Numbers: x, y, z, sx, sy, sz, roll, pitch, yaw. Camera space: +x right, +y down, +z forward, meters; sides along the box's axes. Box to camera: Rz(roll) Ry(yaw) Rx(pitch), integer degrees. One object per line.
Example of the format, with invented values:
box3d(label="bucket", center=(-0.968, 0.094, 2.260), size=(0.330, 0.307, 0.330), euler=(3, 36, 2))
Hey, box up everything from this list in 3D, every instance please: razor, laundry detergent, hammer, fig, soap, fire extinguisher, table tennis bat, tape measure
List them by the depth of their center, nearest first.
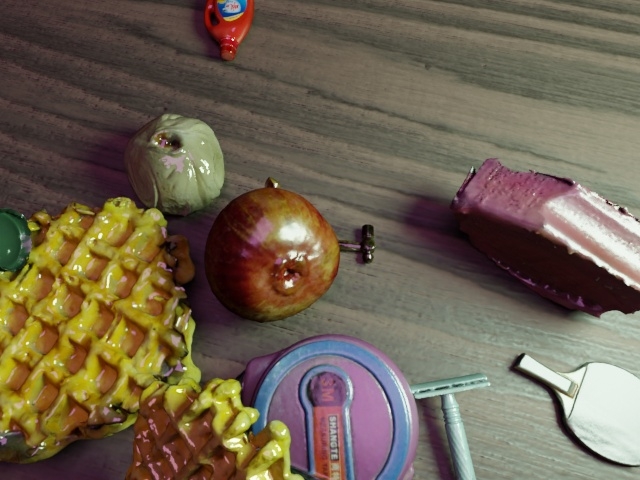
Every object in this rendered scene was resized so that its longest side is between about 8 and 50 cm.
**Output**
box3d(label="tape measure", center=(0.003, 0.241, 0.657), size=(0.246, 0.149, 0.231), euler=(-5, 70, 7))
box3d(label="razor", center=(0.192, 0.300, 0.672), size=(0.106, 0.068, 0.231), euler=(-10, 73, -2))
box3d(label="table tennis bat", center=(0.381, 0.225, 0.718), size=(0.221, 0.019, 0.130), euler=(29, 70, 11))
box3d(label="fire extinguisher", center=(-0.571, 0.013, 0.725), size=(0.295, 0.093, 0.118), euler=(-6, 51, 8))
box3d(label="soap", center=(0.329, -0.009, 0.730), size=(0.289, 0.182, 0.112), euler=(35, 74, 8))
box3d(label="fig", center=(-0.074, 0.013, 0.731), size=(0.206, 0.205, 0.205), euler=(0, 68, 1))
box3d(label="hammer", center=(0.000, 0.000, 0.819), size=(0.179, 0.021, 0.065), euler=(4, 67, 6))
box3d(label="laundry detergent", center=(-0.179, -0.419, 0.978), size=(0.098, 0.049, 0.165), euler=(-1, 69, 8))

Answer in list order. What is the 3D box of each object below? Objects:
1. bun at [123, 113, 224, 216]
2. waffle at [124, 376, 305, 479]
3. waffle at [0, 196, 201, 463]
box3d(label="bun", center=(-0.238, -0.130, 0.824), size=(0.173, 0.113, 0.166), euler=(27, 71, 14))
box3d(label="waffle", center=(-0.129, 0.298, 0.569), size=(0.329, 0.329, 0.062), euler=(50, 34, 18))
box3d(label="waffle", center=(-0.366, 0.113, 0.741), size=(0.383, 0.095, 0.379), euler=(-13, 67, -1))
